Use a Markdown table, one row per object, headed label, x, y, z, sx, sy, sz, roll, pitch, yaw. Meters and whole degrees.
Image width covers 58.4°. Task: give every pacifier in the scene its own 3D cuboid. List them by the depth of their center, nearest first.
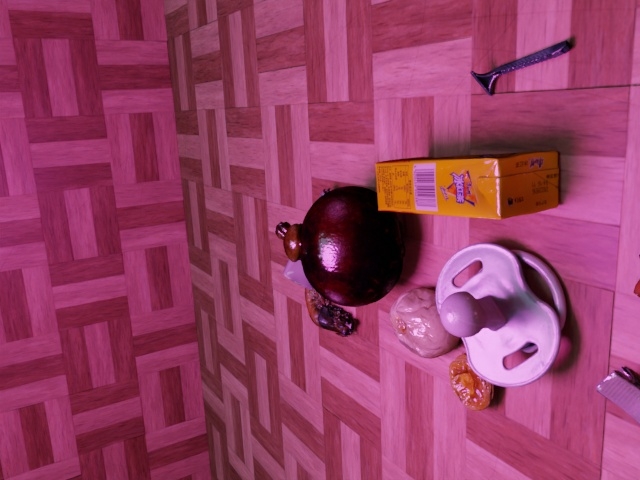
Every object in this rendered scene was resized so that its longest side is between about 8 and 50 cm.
| label | x | y | z | sx | sy | sz | roll | pitch | yaw |
| --- | --- | --- | --- | --- | --- | --- | --- | --- | --- |
| pacifier | 0.312 | 0.131 | 1.063 | 0.238 | 0.226 | 0.287 | -43 | 61 | 35 |

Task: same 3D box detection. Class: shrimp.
| label | x | y | z | sx | sy | sz | roll | pitch | yaw |
| --- | --- | --- | --- | --- | --- | --- | --- | --- | --- |
| shrimp | 0.023 | 0.176 | 1.738 | 0.290 | 0.054 | 0.222 | 25 | 120 | 60 |

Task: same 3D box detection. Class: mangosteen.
| label | x | y | z | sx | sy | sz | roll | pitch | yaw |
| --- | --- | --- | --- | --- | --- | --- | --- | --- | --- |
| mangosteen | 0.061 | 0.017 | 1.386 | 0.297 | 0.293 | 0.297 | 175 | 90 | -73 |

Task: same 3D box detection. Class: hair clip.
| label | x | y | z | sx | sy | sz | roll | pitch | yaw |
| --- | --- | --- | --- | --- | --- | --- | --- | --- | --- |
| hair clip | 0.536 | 0.286 | 0.881 | 0.218 | 0.071 | 0.159 | 51 | 137 | 34 |

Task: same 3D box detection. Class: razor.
| label | x | y | z | sx | sy | sz | roll | pitch | yaw |
| --- | --- | --- | --- | --- | --- | --- | --- | --- | --- |
| razor | 0.360 | -0.317 | 1.025 | 0.066 | 0.033 | 0.190 | 40 | 156 | -22 |

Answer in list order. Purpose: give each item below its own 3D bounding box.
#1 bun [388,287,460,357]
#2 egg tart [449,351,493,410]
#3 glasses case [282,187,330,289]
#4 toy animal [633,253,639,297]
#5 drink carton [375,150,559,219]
| label | x | y | z | sx | sy | sz | roll | pitch | yaw |
| --- | --- | --- | --- | --- | --- | --- | --- | --- | --- |
| bun | 0.231 | 0.194 | 1.327 | 0.188 | 0.111 | 0.164 | 41 | 136 | 44 |
| egg tart | 0.332 | 0.302 | 1.245 | 0.130 | 0.052 | 0.130 | 31 | 126 | 54 |
| glasses case | 0.001 | 0.002 | 1.678 | 0.128 | 0.083 | 0.308 | 42 | 121 | 23 |
| toy animal | 0.526 | 0.063 | 0.732 | 0.169 | 0.195 | 0.281 | -44 | 56 | 9 |
| drink carton | 0.270 | -0.112 | 1.119 | 0.351 | 0.155 | 0.111 | 9 | 107 | 59 |
